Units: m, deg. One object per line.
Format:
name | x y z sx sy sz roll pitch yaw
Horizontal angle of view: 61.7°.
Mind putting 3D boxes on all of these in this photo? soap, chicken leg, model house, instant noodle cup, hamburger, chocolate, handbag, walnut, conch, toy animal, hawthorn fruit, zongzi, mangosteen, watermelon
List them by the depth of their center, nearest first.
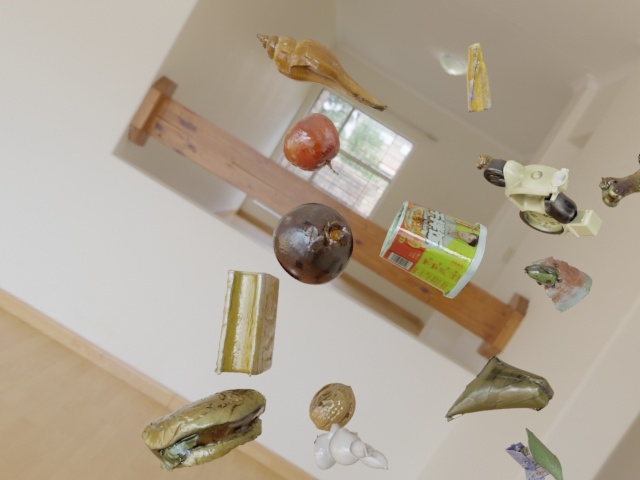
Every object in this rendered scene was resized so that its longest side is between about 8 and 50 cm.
conch | 0.009 -0.385 1.196 0.330 0.093 0.109 21 -17 -7
hamburger | -0.265 0.431 1.243 0.265 0.285 0.134 -11 79 -58
mangosteen | 0.000 0.000 1.467 0.235 0.235 0.261 29 -26 -28
toy animal | 0.095 0.574 1.490 0.103 0.221 0.131 61 38 -17
model house | 0.629 0.656 1.585 0.167 0.088 0.117 43 28 -12
handbag | 0.675 0.104 1.636 0.111 0.047 0.072 18 -38 1
chicken leg | 1.029 -0.207 1.641 0.361 0.140 0.211 -1 42 -2
zongzi | 0.584 0.533 1.764 0.123 0.289 0.260 57 -17 -20
soap | -0.237 0.274 1.794 0.156 0.335 0.293 3 -10 9
chocolate | 0.527 -0.549 1.806 0.085 0.086 0.219 -139 -148 -64
walnut | 0.046 0.589 1.907 0.155 0.184 0.155 46 -5 6
watermelon | 0.859 0.140 1.937 0.241 0.154 0.094 37 34 -13
instant noodle cup | 0.400 0.018 1.949 0.308 0.294 0.294 25 5 0
chicken leg | 0.690 -0.252 1.992 0.251 0.107 0.087 21 1 -16
hawthorn fruit | -0.015 -0.373 2.185 0.272 0.242 0.242 44 4 -3

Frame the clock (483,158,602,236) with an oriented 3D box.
clock | 0.743 -0.146 1.789 0.379 0.120 0.276 36 -15 -28
